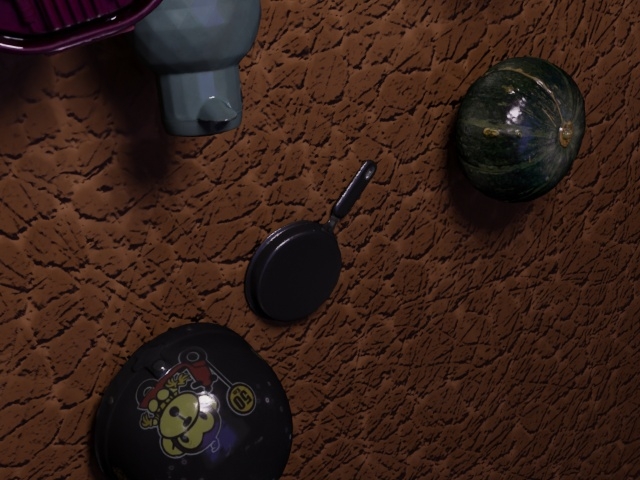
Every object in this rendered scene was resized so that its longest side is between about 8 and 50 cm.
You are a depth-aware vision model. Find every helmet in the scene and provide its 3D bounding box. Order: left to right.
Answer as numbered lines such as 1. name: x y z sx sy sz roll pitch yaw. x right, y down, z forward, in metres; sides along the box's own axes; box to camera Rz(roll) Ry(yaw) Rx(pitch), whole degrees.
1. helmet: -0.124 0.237 1.629 0.230 0.160 0.279 -43 131 -16

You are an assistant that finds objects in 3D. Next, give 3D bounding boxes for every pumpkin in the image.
1. pumpkin: 0.247 -0.138 1.743 0.190 0.146 0.190 -17 119 -33

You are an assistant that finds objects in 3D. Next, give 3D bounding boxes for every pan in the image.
1. pan: 0.000 0.000 1.695 0.235 0.028 0.136 -54 135 -4

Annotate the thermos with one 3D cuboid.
1. thermos: -0.137 -0.246 1.359 0.145 0.182 0.286 -12 108 -24

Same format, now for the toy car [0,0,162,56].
1. toy car: -0.255 -0.342 1.157 0.271 0.240 0.341 -17 132 -2
